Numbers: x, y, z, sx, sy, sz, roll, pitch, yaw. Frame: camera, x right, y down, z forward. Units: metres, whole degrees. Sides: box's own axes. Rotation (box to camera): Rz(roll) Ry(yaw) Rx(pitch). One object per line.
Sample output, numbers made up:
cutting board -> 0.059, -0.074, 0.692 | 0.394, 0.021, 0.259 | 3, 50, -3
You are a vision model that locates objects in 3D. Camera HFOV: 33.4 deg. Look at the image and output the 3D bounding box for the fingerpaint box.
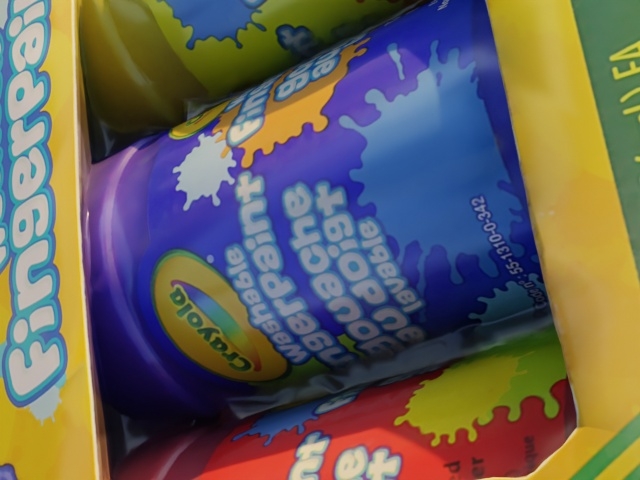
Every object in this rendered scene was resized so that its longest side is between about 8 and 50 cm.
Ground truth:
fingerpaint box -> 0.000, 0.000, 0.468 | 0.371, 0.163, 0.444 | -20, 66, 31
